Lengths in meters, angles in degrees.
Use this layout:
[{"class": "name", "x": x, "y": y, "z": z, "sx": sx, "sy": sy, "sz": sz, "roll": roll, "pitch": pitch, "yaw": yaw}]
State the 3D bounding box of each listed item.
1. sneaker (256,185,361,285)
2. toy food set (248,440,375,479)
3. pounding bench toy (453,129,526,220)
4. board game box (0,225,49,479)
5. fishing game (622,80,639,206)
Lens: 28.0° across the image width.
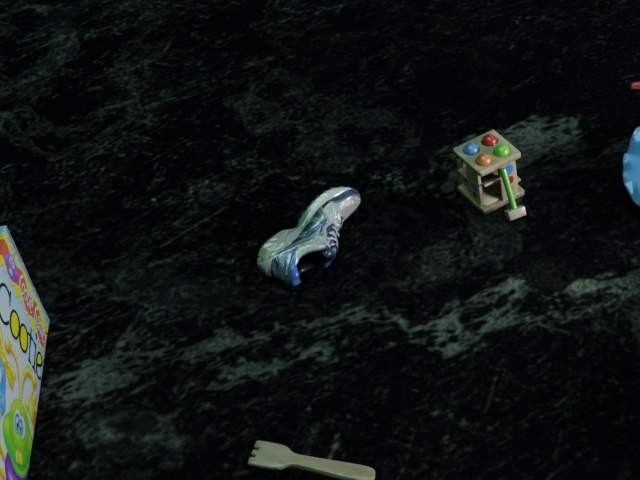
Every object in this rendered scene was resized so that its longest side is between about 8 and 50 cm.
[{"class": "sneaker", "x": 0.000, "y": 0.000, "z": 1.333, "sx": 0.058, "sy": 0.052, "sz": 0.135, "roll": 36, "pitch": 67, "yaw": 29}, {"class": "toy food set", "x": -0.029, "y": 0.258, "z": 1.067, "sx": 0.133, "sy": 0.038, "sz": 0.192, "roll": 10, "pitch": 41, "yaw": 14}, {"class": "pounding bench toy", "x": 0.184, "y": -0.066, "z": 1.338, "sx": 0.052, "sy": 0.065, "sz": 0.083, "roll": -27, "pitch": 44, "yaw": -15}, {"class": "board game box", "x": -0.352, "y": 0.137, "z": 1.194, "sx": 0.144, "sy": 0.142, "sz": 0.275, "roll": -9, "pitch": 42, "yaw": 4}, {"class": "fishing game", "x": 0.404, "y": -0.071, "z": 1.310, "sx": 0.189, "sy": 0.041, "sz": 0.264, "roll": -6, "pitch": 50, "yaw": 9}]
